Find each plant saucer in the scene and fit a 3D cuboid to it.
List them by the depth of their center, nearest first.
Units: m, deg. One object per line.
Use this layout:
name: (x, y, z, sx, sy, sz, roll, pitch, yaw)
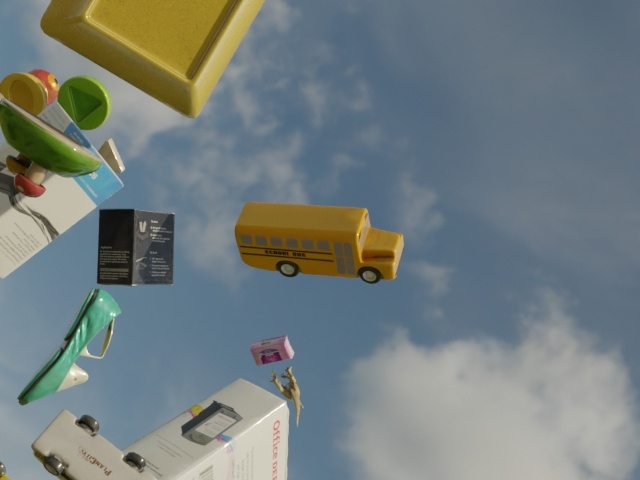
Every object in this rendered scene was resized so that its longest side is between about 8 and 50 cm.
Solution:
plant saucer: (-0.277, -0.435, 1.790, 0.333, 0.332, 0.081, 30, 1, -22)

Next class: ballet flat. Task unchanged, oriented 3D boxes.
ballet flat: (-0.436, 0.203, 1.776, 0.087, 0.247, 0.083, 36, -17, -14)

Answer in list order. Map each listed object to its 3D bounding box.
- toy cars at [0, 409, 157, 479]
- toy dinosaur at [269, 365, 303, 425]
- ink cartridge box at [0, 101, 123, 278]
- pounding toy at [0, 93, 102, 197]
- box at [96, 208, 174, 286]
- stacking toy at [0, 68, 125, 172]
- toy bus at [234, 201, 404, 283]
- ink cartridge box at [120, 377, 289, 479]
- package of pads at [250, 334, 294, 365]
toy cars: (-0.450, 0.351, 1.506, 0.087, 0.394, 0.176, 123, -36, -52)
toy dinosaur: (-0.059, 0.312, 2.053, 0.092, 0.053, 0.183, 59, -4, -12)
ink cartridge box: (-0.586, -0.105, 2.005, 0.223, 0.307, 0.129, 45, -9, 44)
pounding toy: (-0.473, -0.145, 1.574, 0.237, 0.110, 0.183, 33, -1, -4)
box: (-0.384, 0.015, 2.082, 0.093, 0.156, 0.158, 1, -92, 23)
stacking toy: (-0.609, -0.284, 2.445, 0.279, 0.130, 0.309, -5, -69, 15)
toy bus: (0.000, 0.000, 2.074, 0.333, 0.108, 0.130, 4, -47, 17)
ink cartridge box: (-0.203, 0.412, 1.732, 0.131, 0.306, 0.226, 22, -58, 32)
package of pads: (-0.102, 0.232, 2.102, 0.083, 0.032, 0.050, -14, -65, 14)
